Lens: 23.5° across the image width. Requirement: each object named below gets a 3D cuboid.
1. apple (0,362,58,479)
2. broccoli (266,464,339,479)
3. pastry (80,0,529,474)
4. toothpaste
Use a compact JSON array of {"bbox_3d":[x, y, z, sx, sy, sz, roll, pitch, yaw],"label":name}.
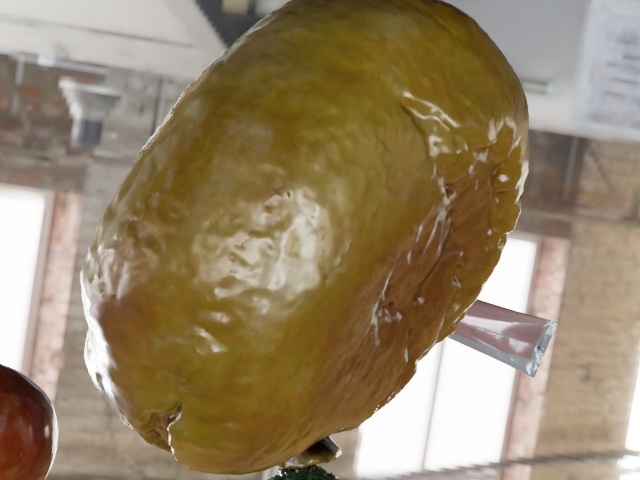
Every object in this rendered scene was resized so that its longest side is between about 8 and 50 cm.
[{"bbox_3d":[-0.410,0.234,1.722,0.230,0.230,0.230,9,-175,-1],"label":"apple"},{"bbox_3d":[-0.054,0.365,1.548,0.297,0.298,0.297,7,-176,14],"label":"broccoli"},{"bbox_3d":[0.000,0.000,0.983,0.164,0.356,0.356,39,-162,23],"label":"pastry"},{"bbox_3d":[0.152,0.083,1.649,0.194,0.067,0.043,21,-167,0],"label":"toothpaste"}]
